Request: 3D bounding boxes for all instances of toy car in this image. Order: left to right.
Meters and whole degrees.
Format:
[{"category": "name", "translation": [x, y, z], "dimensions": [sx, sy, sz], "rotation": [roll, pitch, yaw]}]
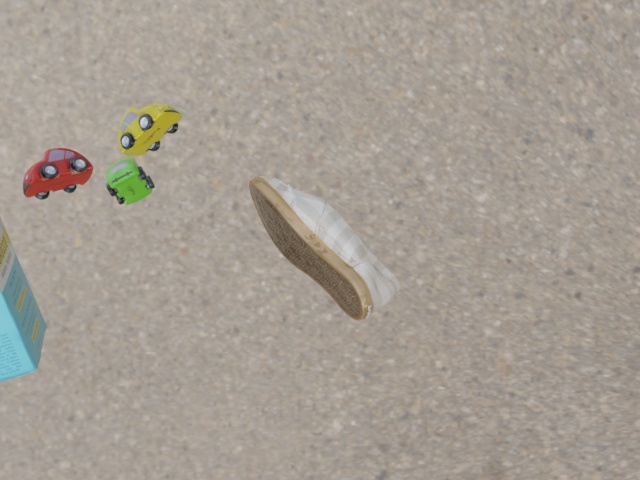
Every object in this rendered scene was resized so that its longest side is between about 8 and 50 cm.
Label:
[{"category": "toy car", "translation": [-0.300, -0.111, 1.391], "dimensions": [0.239, 0.225, 0.053], "rotation": [-28, 74, -4]}]

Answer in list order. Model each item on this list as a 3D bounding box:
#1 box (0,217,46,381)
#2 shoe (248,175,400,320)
[{"category": "box", "translation": [-0.345, 0.013, 0.946], "dimensions": [0.060, 0.100, 0.244], "rotation": [-16, 115, -3]}, {"category": "shoe", "translation": [0.000, 0.000, 1.042], "dimensions": [0.058, 0.076, 0.219], "rotation": [-30, 58, -24]}]
